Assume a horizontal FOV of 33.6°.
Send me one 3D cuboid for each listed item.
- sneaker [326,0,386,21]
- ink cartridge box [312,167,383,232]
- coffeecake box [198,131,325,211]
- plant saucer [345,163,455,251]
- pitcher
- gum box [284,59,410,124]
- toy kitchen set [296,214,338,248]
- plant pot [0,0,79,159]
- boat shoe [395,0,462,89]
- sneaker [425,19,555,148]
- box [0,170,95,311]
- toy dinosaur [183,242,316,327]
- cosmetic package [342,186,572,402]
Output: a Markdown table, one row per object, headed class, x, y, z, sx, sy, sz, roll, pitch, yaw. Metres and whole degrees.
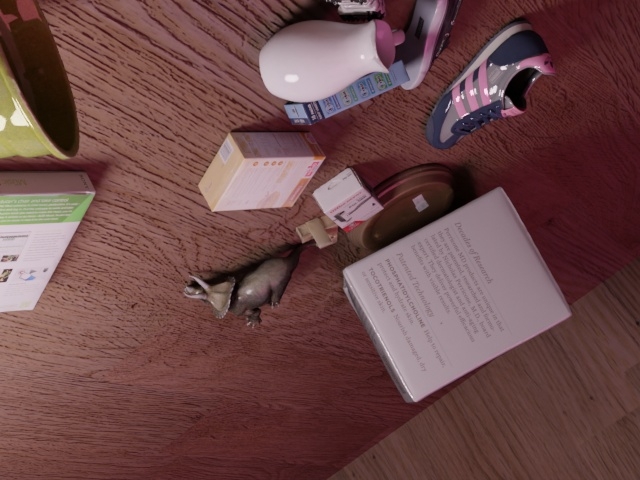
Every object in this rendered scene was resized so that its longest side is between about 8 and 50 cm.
| class | x | y | z | sx | sy | sz | roll | pitch | yaw |
| --- | --- | --- | --- | --- | --- | --- | --- | --- | --- |
| sneaker | 0.057 | -0.397 | 1.613 | 0.078 | 0.106 | 0.234 | 3 | -179 | 13 |
| ink cartridge box | 0.058 | -0.081 | 2.173 | 0.099 | 0.056 | 0.135 | -34 | 153 | 10 |
| coffeecake box | -0.106 | -0.126 | 1.924 | 0.185 | 0.068 | 0.142 | -5 | 143 | -40 |
| plant saucer | 0.185 | -0.064 | 2.348 | 0.278 | 0.041 | 0.278 | -23 | 151 | -13 |
| pitcher | 0.023 | -0.295 | 1.679 | 0.207 | 0.125 | 0.178 | -9 | -167 | 24 |
| gum box | 0.041 | -0.250 | 1.797 | 0.184 | 0.041 | 0.157 | -26 | -168 | -8 |
| toy kitchen set | 0.000 | 0.000 | 2.240 | 0.083 | 0.068 | 0.075 | -22 | 152 | -14 |
| plant pot | -0.467 | -0.192 | 1.290 | 0.254 | 0.276 | 0.276 | -18 | 153 | 2 |
| boat shoe | 0.193 | -0.357 | 1.829 | 0.076 | 0.080 | 0.228 | -14 | 141 | -25 |
| sneaker | 0.322 | -0.266 | 2.040 | 0.112 | 0.131 | 0.319 | -4 | 143 | -41 |
| box | -0.536 | 0.010 | 1.749 | 0.232 | 0.058 | 0.322 | -3 | 144 | -41 |
| toy dinosaur | -0.122 | 0.097 | 2.231 | 0.314 | 0.121 | 0.160 | -22 | 165 | -7 |
| cosmetic package | 0.295 | 0.136 | 2.398 | 0.394 | 0.327 | 0.329 | -28 | 171 | -4 |
